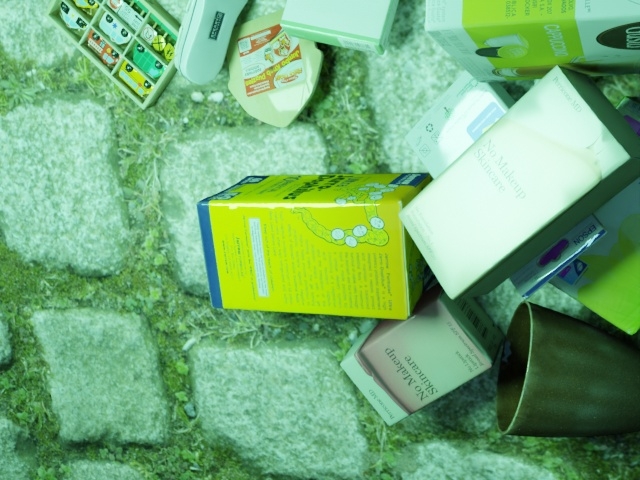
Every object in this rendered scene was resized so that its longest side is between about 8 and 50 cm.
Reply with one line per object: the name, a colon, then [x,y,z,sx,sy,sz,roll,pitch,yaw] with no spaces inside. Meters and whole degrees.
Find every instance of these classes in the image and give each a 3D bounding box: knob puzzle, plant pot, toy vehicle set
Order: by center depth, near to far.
plant pot: [0.418,0.224,1.206,0.230,0.215,0.215,12,113,4]
knob puzzle: [-0.074,-0.288,1.301,0.213,0.030,0.213,2,94,29]
toy vehicle set: [-0.371,-0.392,1.398,0.267,0.035,0.166,43,118,4]

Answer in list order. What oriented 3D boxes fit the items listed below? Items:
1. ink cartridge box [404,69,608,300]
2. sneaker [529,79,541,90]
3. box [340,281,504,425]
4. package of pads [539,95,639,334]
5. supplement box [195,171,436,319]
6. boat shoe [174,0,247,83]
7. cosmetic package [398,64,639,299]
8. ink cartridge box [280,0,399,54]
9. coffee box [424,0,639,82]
ink cartridge box: [0.278,-0.090,1.145,0.165,0.065,0.333,-46,63,32]
sneaker: [0.366,-0.267,1.110,0.071,0.083,0.191,29,115,13]
box: [0.177,0.191,1.322,0.232,0.127,0.149,-39,91,28]
package of pads: [0.466,-0.031,1.139,0.229,0.101,0.297,33,118,9]
supplement box: [0.000,0.000,1.291,0.356,0.194,0.195,1,108,22]
boat shoe: [-0.180,-0.401,1.290,0.088,0.096,0.268,38,115,44]
cosmetic package: [0.272,-0.070,1.038,0.309,0.113,0.160,-46,63,33]
ink cartridge box: [0.048,-0.429,1.203,0.171,0.056,0.235,16,89,17]
coffee box: [0.327,-0.388,0.899,0.334,0.337,0.338,2,93,22]
